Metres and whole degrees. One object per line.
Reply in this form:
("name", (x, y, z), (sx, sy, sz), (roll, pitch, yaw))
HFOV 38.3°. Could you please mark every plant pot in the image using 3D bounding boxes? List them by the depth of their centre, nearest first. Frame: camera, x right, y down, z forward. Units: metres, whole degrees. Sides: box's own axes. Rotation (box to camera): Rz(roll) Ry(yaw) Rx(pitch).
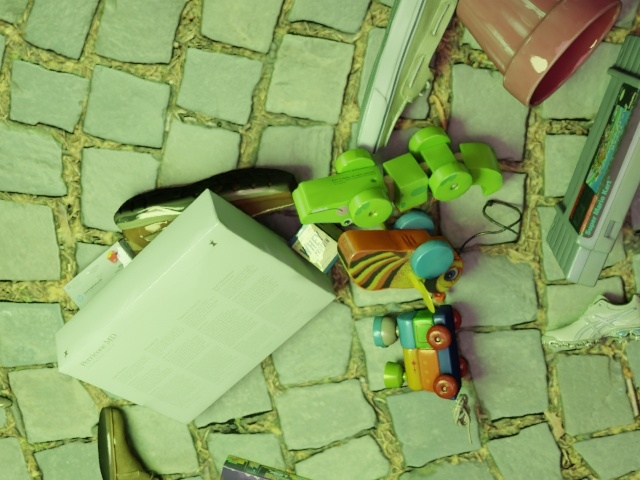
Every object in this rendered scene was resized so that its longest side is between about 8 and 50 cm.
("plant pot", (0.309, -0.327, 1.361), (0.180, 0.201, 0.201), (44, 107, 13))

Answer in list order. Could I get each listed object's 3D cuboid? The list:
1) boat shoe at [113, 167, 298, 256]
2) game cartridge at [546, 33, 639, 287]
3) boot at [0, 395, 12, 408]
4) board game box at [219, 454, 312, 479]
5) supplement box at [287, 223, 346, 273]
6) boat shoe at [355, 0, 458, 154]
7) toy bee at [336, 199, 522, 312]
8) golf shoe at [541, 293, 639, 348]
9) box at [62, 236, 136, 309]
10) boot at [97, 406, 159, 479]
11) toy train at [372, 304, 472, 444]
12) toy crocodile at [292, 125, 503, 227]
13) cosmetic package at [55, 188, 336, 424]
("boat shoe", (-0.186, -0.038, 1.556), (0.324, 0.122, 0.120), (-10, 111, 17))
("game cartridge", (0.428, -0.126, 1.362), (0.068, 0.230, 0.355), (19, 106, 5))
("boot", (-0.646, 0.274, 1.748), (0.118, 0.042, 0.087), (0, 96, 3))
("board game box", (-0.110, 0.491, 1.706), (0.170, 0.048, 0.141), (15, 107, 6))
("supplement box", (0.000, 0.000, 1.543), (0.083, 0.083, 0.056), (38, 107, -1))
("boat shoe", (0.134, -0.270, 1.440), (0.094, 0.109, 0.302), (16, 109, -5))
("toy bee", (0.170, 0.045, 1.489), (0.298, 0.195, 0.162), (4, 130, -2))
("golf shoe", (0.451, 0.134, 1.522), (0.176, 0.069, 0.086), (-9, 82, 9))
("box", (-0.349, 0.111, 1.655), (0.145, 0.038, 0.186), (-38, 96, 16))
("boot", (-0.350, 0.451, 1.728), (0.115, 0.112, 0.305), (-12, 99, -18))
("toy train", (0.173, 0.237, 1.571), (0.143, 0.105, 0.248), (-4, 104, 21))
("toy crocodile", (0.125, -0.088, 1.448), (0.340, 0.115, 0.105), (-17, 142, -10))
("cosmetic package", (-0.207, 0.124, 1.529), (0.377, 0.097, 0.284), (-41, 134, 16))
